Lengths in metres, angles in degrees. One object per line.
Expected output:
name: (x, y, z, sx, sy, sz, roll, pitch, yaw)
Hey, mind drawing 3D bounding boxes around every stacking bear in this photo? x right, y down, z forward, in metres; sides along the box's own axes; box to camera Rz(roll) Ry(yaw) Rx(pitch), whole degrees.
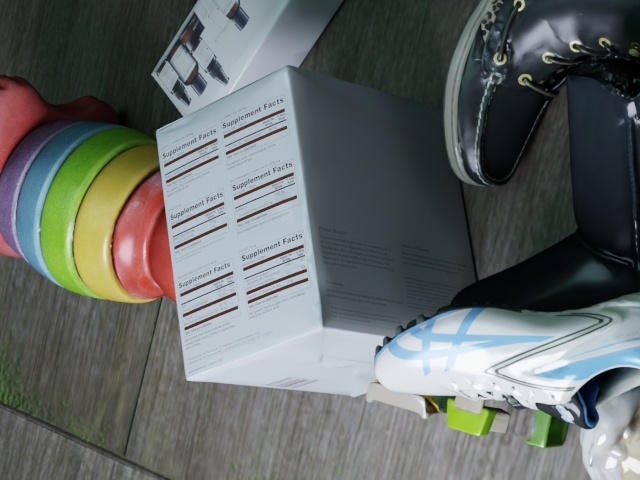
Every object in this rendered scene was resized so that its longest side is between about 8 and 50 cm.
stacking bear: (-0.159, -0.021, 1.679, 0.289, 0.175, 0.164, 21, 96, 36)

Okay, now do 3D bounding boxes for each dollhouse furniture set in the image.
dollhouse furniture set: (0.113, 0.108, 1.452, 0.152, 0.076, 0.058, 14, 95, 33)

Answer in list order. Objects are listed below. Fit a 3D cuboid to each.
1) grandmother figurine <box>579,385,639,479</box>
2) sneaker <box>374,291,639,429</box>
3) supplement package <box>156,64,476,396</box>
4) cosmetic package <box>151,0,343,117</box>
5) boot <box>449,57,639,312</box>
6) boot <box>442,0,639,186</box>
grandmother figurine: (0.282, 0.200, 1.254, 0.208, 0.104, 0.342, -31, 45, -13)
sneaker: (0.140, 0.086, 1.300, 0.237, 0.085, 0.086, -8, 70, 30)
supplement package: (0.000, 0.000, 1.491, 0.149, 0.194, 0.203, -22, 68, 38)
cosmetic package: (-0.046, -0.203, 1.661, 0.239, 0.060, 0.099, -55, 52, 21)
boot: (0.191, -0.023, 1.360, 0.246, 0.094, 0.207, -1, 96, 37)
boot: (0.193, -0.135, 1.411, 0.179, 0.085, 0.236, 22, 100, 40)
